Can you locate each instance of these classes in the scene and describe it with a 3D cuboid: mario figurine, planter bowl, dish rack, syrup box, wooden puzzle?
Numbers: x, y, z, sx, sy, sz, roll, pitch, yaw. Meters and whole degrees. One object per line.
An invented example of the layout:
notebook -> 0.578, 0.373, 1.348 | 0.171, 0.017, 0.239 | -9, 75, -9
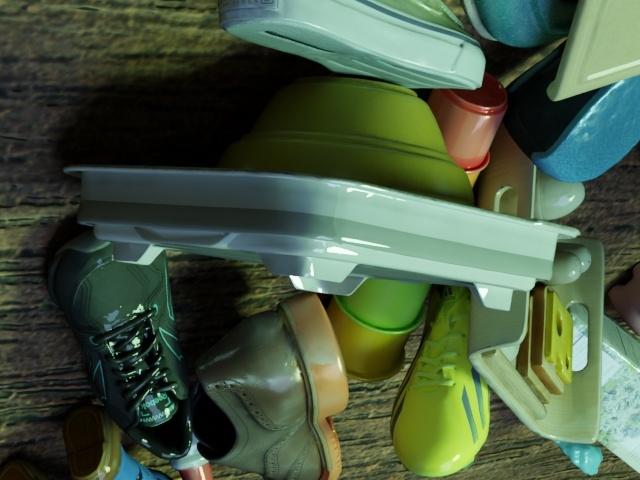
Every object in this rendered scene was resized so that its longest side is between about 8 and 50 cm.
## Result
mario figurine -> -0.177, 0.257, 1.587 | 0.198, 0.170, 0.320 | -8, 147, 28
planter bowl -> 0.021, -0.075, 1.270 | 0.217, 0.217, 0.090 | 8, 87, -48
dish rack -> 0.000, 0.000, 1.236 | 0.333, 0.286, 0.072 | 11, 85, -48
syrup box -> 0.312, 0.154, 1.772 | 0.237, 0.096, 0.093 | 37, 109, -18
wooden puzzle -> 0.279, -0.200, 1.187 | 0.221, 0.044, 0.238 | -18, 156, -14

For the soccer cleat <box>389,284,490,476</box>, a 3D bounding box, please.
soccer cleat -> 0.121, 0.098, 1.525 | 0.093, 0.289, 0.121 | 5, 127, 16

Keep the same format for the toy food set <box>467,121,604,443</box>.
toy food set -> 0.215, 0.042, 1.518 | 0.092, 0.219, 0.306 | -4, 156, 22

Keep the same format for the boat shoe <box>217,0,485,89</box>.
boat shoe -> 0.037, -0.171, 1.191 | 0.302, 0.109, 0.094 | 11, 84, -59

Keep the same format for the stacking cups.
stacking cups -> 0.087, -0.009, 1.456 | 0.096, 0.096, 0.316 | -10, 141, -35

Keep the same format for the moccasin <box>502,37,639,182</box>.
moccasin -> 0.283, -0.202, 1.364 | 0.342, 0.117, 0.137 | -39, 140, -3

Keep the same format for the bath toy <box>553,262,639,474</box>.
bath toy -> 0.386, 0.108, 1.867 | 0.348, 0.129, 0.151 | -48, 146, 19

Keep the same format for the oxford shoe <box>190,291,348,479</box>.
oxford shoe -> -0.058, 0.155, 1.512 | 0.133, 0.130, 0.363 | -18, 154, -10

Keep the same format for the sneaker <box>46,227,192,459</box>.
sneaker -> -0.148, 0.085, 1.356 | 0.101, 0.106, 0.267 | -26, 146, -10

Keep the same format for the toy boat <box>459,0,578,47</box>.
toy boat -> 0.241, -0.270, 1.199 | 0.318, 0.148, 0.267 | -29, 148, -10
